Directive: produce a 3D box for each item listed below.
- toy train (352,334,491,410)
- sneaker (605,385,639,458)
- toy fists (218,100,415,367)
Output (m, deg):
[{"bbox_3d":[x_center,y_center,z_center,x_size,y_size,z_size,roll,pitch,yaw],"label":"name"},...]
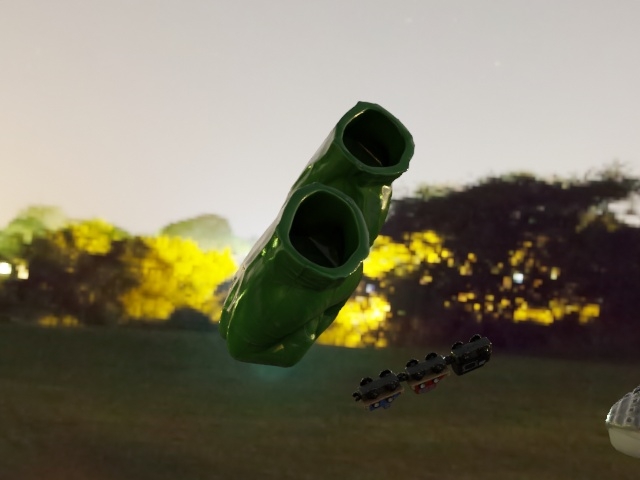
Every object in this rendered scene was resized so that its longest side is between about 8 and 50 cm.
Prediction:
[{"bbox_3d":[0.107,0.141,1.115,0.158,0.036,0.027,-19,36,-12],"label":"toy train"},{"bbox_3d":[0.359,0.171,0.787,0.297,0.129,0.111,5,25,30],"label":"sneaker"},{"bbox_3d":[0.000,0.000,0.914,0.096,0.279,0.142,35,-51,-6],"label":"toy fists"}]
